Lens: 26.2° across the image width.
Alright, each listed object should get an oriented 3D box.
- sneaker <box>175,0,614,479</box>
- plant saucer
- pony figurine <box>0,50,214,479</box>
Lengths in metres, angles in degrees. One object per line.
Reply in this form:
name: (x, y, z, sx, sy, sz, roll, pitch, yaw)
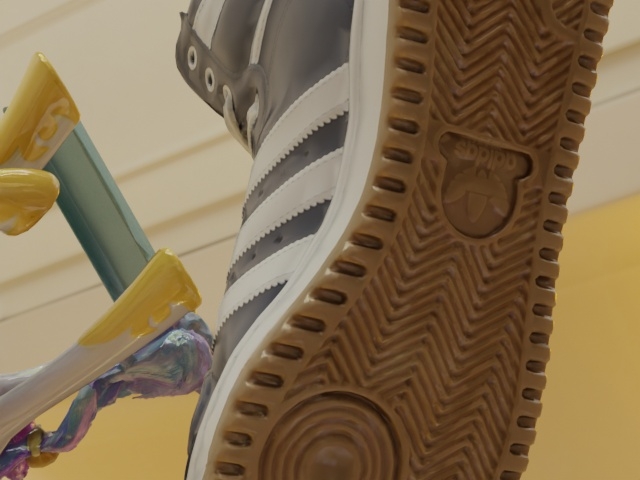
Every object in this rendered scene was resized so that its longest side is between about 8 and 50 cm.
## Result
sneaker: (0.000, 0.000, 0.455, 0.099, 0.153, 0.282, 19, -96, -28)
plant saucer: (-0.165, -0.023, 1.018, 0.018, 0.067, 0.192, -46, -62, -39)
pony figurine: (-0.246, 0.112, 0.863, 0.303, 0.363, 0.351, 42, 162, 53)
